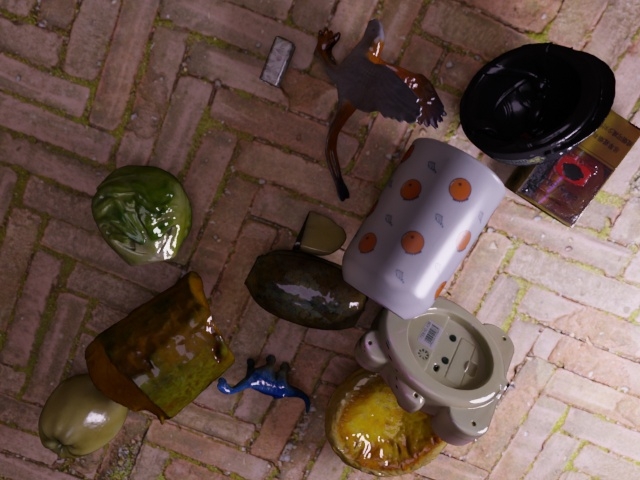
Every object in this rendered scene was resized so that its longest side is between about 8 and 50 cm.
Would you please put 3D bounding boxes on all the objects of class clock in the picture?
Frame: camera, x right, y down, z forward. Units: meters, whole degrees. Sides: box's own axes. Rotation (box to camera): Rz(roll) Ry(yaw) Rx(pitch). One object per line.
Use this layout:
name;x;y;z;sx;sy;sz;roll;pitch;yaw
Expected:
clock;0.246;0.245;1.121;0.309;0.284;0.114;33;143;7

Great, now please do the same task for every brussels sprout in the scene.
brussels sprout;-0.382;-0.057;1.130;0.223;0.161;0.223;-4;103;-20

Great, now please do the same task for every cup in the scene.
cup;0.190;-0.015;1.040;0.212;0.212;0.317;34;87;-6

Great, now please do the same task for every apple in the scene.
apple;-0.566;0.416;1.241;0.199;0.200;0.200;1;104;2

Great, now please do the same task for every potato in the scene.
potato;0.000;0.000;1.164;0.103;0.066;0.096;24;65;2

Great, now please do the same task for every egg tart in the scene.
egg tart;0.164;0.404;1.230;0.318;0.128;0.319;0;106;2

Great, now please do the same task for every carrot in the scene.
carrot;-0.346;0.250;1.130;0.340;0.241;0.242;-39;100;-13

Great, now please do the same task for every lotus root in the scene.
lotus root;-0.033;0.113;1.153;0.274;0.152;0.160;17;110;-1

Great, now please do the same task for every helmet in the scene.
helmet;0.423;-0.246;1.016;0.278;0.160;0.231;11;80;35

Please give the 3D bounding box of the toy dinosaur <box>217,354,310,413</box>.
toy dinosaur;-0.118;0.353;1.200;0.247;0.188;0.075;43;109;-9

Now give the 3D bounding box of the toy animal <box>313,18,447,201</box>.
toy animal;0.072;-0.285;1.090;0.284;0.225;0.302;-36;87;31

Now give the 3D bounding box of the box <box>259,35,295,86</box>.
box;-0.088;-0.370;1.082;0.044;0.062;0.098;22;102;-4

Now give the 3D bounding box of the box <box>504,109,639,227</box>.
box;0.533;-0.169;1.101;0.159;0.071;0.240;31;102;-7
